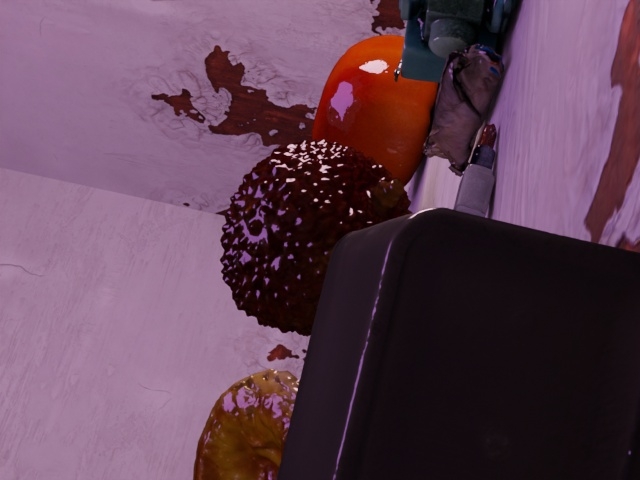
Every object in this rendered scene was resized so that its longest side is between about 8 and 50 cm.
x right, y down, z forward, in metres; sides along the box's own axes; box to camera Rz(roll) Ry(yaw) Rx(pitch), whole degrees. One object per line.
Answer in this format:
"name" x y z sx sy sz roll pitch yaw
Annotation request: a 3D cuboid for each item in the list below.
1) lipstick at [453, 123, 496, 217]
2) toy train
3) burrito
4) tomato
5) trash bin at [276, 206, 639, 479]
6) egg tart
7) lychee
"lipstick" 0.131 -0.058 0.856 0.025 0.025 0.107 104 -176 -54
"toy train" 0.132 -0.250 0.998 0.163 0.112 0.203 83 -161 -71
"burrito" 0.131 -0.120 0.973 0.171 0.051 0.042 95 -160 -64
"tomato" 0.086 -0.200 1.647 0.260 0.180 0.259 -160 90 -88
"trash bin" 0.055 0.073 0.469 0.240 0.122 0.164 119 164 -84
"egg tart" -0.020 0.262 1.016 0.295 0.116 0.294 8 100 53
"lychee" 0.000 0.000 1.395 0.304 0.276 0.275 -30 33 36
